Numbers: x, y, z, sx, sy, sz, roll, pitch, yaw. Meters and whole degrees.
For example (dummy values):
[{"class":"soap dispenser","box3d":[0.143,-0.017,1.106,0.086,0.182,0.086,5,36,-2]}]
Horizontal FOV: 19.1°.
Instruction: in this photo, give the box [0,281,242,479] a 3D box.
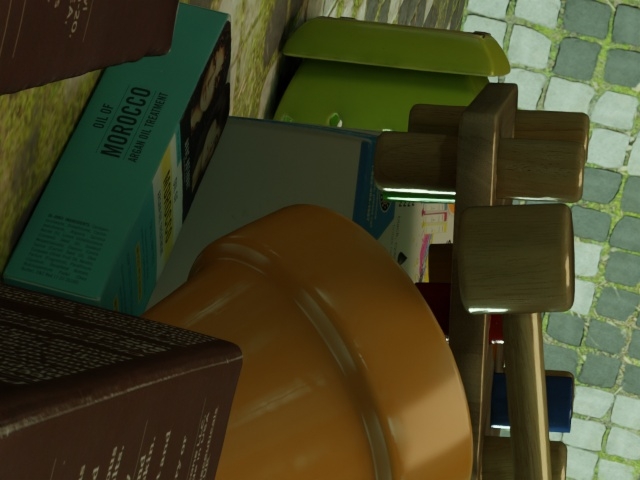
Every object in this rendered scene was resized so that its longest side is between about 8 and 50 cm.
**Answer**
[{"class":"box","box3d":[-0.158,0.085,0.624,0.381,0.191,0.143,14,89,-81]}]

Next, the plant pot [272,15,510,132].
[{"class":"plant pot","box3d":[0.068,-0.100,1.783,0.227,0.228,0.207,-29,126,-78]}]

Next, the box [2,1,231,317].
[{"class":"box","box3d":[-0.119,-0.031,1.160,0.100,0.060,0.244,94,13,-50]}]

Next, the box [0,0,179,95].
[{"class":"box","box3d":[-0.129,-0.140,0.525,0.203,0.168,0.167,-39,141,-76]}]

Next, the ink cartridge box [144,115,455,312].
[{"class":"ink cartridge box","box3d":[0.000,0.000,1.404,0.232,0.168,0.171,-3,101,-65]}]

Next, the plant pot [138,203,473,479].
[{"class":"plant pot","box3d":[-0.052,0.106,1.053,0.188,0.205,0.205,-24,139,-30]}]

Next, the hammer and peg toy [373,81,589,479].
[{"class":"hammer and peg toy","box3d":[0.093,0.048,1.170,0.361,0.127,0.266,-49,142,-76]}]
